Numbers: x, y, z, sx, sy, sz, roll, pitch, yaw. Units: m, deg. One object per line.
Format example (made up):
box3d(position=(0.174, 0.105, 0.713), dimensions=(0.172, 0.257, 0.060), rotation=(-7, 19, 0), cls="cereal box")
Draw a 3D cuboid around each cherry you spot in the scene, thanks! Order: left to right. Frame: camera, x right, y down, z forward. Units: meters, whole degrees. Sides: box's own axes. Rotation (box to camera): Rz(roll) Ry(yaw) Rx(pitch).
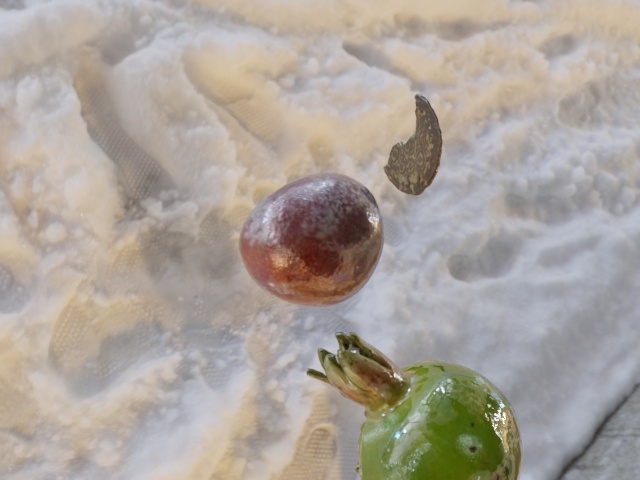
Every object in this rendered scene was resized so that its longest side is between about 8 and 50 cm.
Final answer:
box3d(position=(0.000, 0.000, 1.082), dimensions=(0.285, 0.213, 0.236), rotation=(-3, 100, -43), cls="cherry")

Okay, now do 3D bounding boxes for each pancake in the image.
box3d(position=(0.173, -0.177, 1.204), dimensions=(0.020, 0.190, 0.184), rotation=(-10, 89, -30), cls="pancake")

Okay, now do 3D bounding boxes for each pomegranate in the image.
box3d(position=(0.121, 0.235, 0.819), dimensions=(0.236, 0.236, 0.302), rotation=(-43, 99, -31), cls="pomegranate")
